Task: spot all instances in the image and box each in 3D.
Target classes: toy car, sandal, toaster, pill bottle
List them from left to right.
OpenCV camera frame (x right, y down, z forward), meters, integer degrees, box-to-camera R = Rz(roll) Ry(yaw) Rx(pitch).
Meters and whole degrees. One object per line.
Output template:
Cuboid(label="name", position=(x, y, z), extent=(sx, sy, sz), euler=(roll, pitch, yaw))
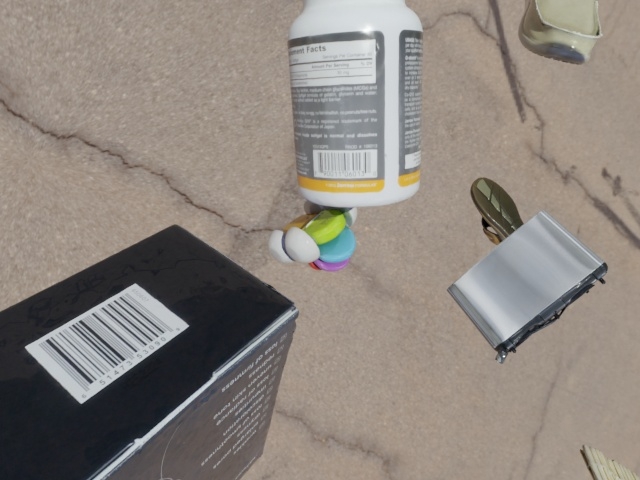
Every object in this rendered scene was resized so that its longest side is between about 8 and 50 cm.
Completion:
Cuboid(label="toy car", position=(0.000, 0.000, 0.903), extent=(0.159, 0.182, 0.136), euler=(-44, 108, -25))
Cuboid(label="pill bottle", position=(0.043, -0.191, 0.570), extent=(0.162, 0.162, 0.279), euler=(-13, 111, -30))
Cuboid(label="sandal", position=(0.356, -0.022, 0.899), extent=(0.219, 0.060, 0.090), euler=(48, 54, -6))
Cuboid(label="toaster", position=(0.268, 0.064, 0.614), extent=(0.168, 0.110, 0.185), euler=(-43, 157, 10))

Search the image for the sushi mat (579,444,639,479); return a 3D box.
Cuboid(label="sushi mat", position=(0.304, 0.304, 0.330), extent=(0.151, 0.317, 0.019), euler=(27, 116, -4))

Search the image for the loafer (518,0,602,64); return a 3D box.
Cuboid(label="loafer", position=(0.356, -0.356, 0.688), extent=(0.101, 0.092, 0.269), euler=(12, 51, 2))

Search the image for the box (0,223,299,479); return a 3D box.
Cuboid(label="box", position=(-0.317, 0.309, 0.736), extent=(0.479, 0.297, 0.472), euler=(-36, 148, -45))
